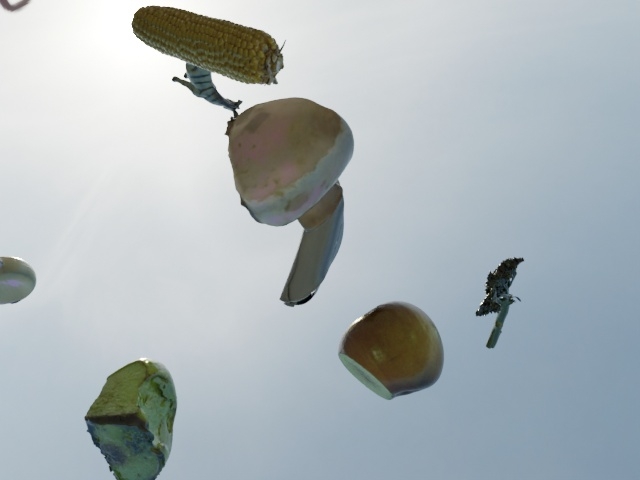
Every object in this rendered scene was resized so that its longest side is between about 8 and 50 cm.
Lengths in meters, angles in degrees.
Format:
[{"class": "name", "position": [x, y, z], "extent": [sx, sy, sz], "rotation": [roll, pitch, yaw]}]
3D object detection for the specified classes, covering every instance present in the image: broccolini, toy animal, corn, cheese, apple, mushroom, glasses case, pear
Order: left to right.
[{"class": "cheese", "position": [-0.724, 0.073, 1.438], "extent": [0.137, 0.227, 0.064], "rotation": [-18, -115, -17]}, {"class": "pear", "position": [-0.432, 0.432, 1.581], "extent": [0.164, 0.238, 0.255], "rotation": [-9, -151, 11]}, {"class": "toy animal", "position": [-0.276, -0.390, 1.514], "extent": [0.176, 0.217, 0.073], "rotation": [24, -120, 21]}, {"class": "corn", "position": [-0.216, -0.378, 1.214], "extent": [0.305, 0.106, 0.106], "rotation": [21, -126, 10]}, {"class": "mushroom", "position": [-0.031, -0.114, 1.077], "extent": [0.173, 0.236, 0.162], "rotation": [-21, -142, 29]}, {"class": "glasses case", "position": [0.000, 0.000, 1.411], "extent": [0.083, 0.128, 0.308], "rotation": [15, -90, 20]}, {"class": "apple", "position": [0.116, 0.181, 1.024], "extent": [0.163, 0.146, 0.147], "rotation": [-31, -113, 3]}, {"class": "broccolini", "position": [0.342, 0.151, 1.259], "extent": [0.123, 0.271, 0.062], "rotation": [-33, -128, -21]}]
